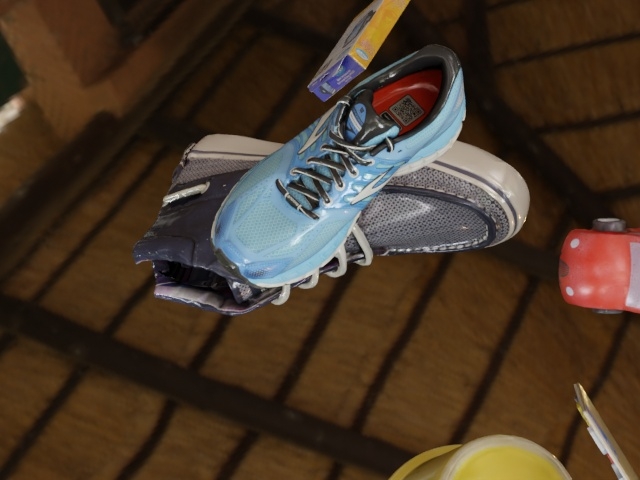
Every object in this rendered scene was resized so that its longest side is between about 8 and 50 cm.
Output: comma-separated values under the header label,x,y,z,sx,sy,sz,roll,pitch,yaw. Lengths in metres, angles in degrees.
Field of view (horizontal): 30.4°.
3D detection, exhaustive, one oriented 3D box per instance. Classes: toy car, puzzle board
label,x,y,z,sx,sy,sz,roll,pitch,yaw
toy car,0.301,-0.003,0.755,0.225,0.239,0.053,-58,-167,3
puzzle board,0.261,0.193,1.041,0.011,0.128,0.096,-32,-178,11

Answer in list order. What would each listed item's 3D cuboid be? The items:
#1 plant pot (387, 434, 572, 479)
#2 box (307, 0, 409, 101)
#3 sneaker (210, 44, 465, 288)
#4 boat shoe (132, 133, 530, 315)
label,x,y,z,sx,sy,sz,roll,pitch,yaw
plant pot,0.187,0.338,1.357,0.254,0.254,0.239,-43,165,-27
box,0.038,-0.200,1.216,0.081,0.028,0.136,-31,-156,53
sneaker,0.009,-0.045,0.579,0.162,0.063,0.073,-43,167,-16
boat shoe,0.000,0.000,1.014,0.340,0.127,0.158,3,-132,31
